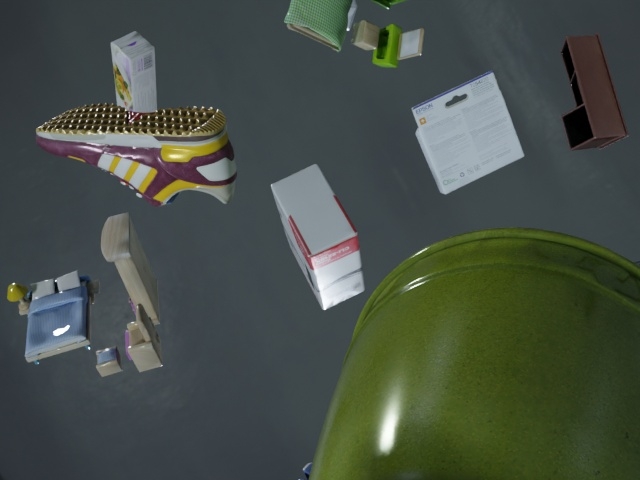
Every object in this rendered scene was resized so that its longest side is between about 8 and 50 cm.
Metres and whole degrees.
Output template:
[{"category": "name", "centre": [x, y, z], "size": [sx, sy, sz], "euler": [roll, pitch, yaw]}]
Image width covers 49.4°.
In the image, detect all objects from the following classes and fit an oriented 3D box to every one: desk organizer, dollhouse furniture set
[{"category": "desk organizer", "centre": [0.312, -0.175, 0.822], "size": [0.047, 0.050, 0.130], "euler": [149, 111, -65]}, {"category": "dollhouse furniture set", "centre": [0.094, -0.511, 1.485], "size": [0.151, 0.302, 0.197], "euler": [2, 83, 49]}, {"category": "dollhouse furniture set", "centre": [-0.494, 0.125, 1.375], "size": [0.286, 0.304, 0.198], "euler": [-110, 6, -50]}]

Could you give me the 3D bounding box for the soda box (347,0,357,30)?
[{"category": "soda box", "centre": [0.012, -0.671, 1.767], "size": [0.091, 0.098, 0.286], "euler": [115, 148, -62]}]

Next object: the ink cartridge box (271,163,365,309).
[{"category": "ink cartridge box", "centre": [0.000, 0.000, 1.506], "size": [0.197, 0.114, 0.273], "euler": [61, 173, 29]}]

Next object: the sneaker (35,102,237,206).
[{"category": "sneaker", "centre": [-0.161, -0.068, 0.600], "size": [0.186, 0.069, 0.083], "euler": [6, 124, 21]}]

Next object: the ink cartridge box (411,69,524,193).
[{"category": "ink cartridge box", "centre": [0.344, -0.255, 1.643], "size": [0.045, 0.223, 0.224], "euler": [-135, 21, -75]}]

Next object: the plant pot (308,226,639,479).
[{"category": "plant pot", "centre": [0.138, 0.217, 0.563], "size": [0.366, 0.367, 0.353], "euler": [61, -151, -6]}]

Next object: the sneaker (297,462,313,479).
[{"category": "sneaker", "centre": [0.043, 0.420, 0.888], "size": [0.315, 0.182, 0.127], "euler": [-73, -34, -50]}]

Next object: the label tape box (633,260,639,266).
[{"category": "label tape box", "centre": [0.478, 0.153, 1.005], "size": [0.106, 0.334, 0.240], "euler": [55, -156, -48]}]

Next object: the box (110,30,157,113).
[{"category": "box", "centre": [-0.392, -0.291, 1.483], "size": [0.063, 0.067, 0.324], "euler": [43, 149, 19]}]
